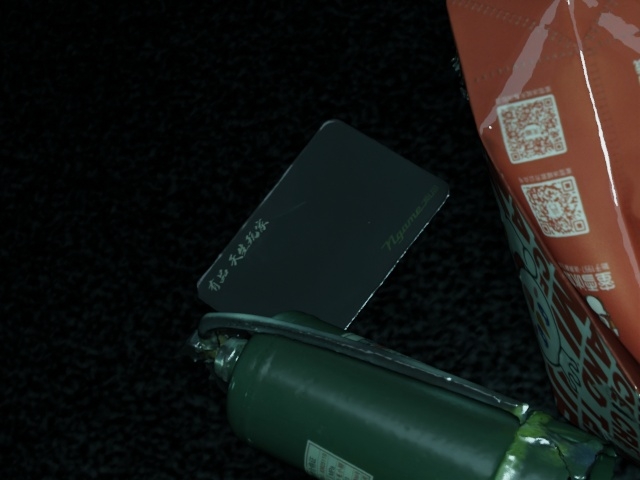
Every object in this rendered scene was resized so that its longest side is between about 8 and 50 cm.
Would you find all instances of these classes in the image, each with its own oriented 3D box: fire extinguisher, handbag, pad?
[{"bbox_3d":[0.025,0.101,0.960,0.294,0.118,0.093,22,61,24],"label":"fire extinguisher"},{"bbox_3d":[0.171,-0.005,0.925,0.151,0.171,0.298,-13,60,12],"label":"handbag"},{"bbox_3d":[0.000,0.000,1.078,0.112,0.003,0.157,32,79,29],"label":"pad"}]
